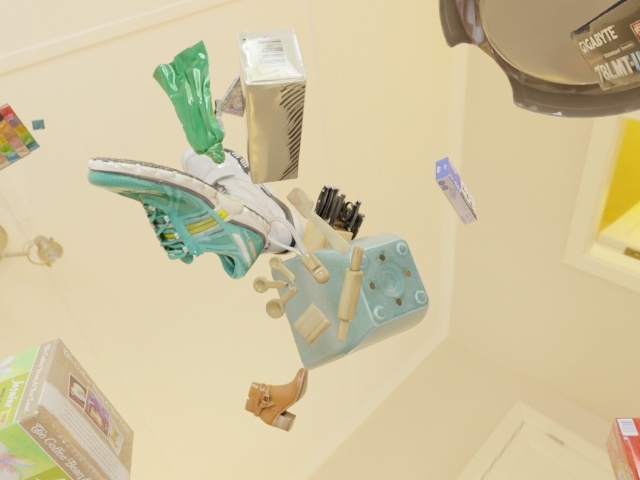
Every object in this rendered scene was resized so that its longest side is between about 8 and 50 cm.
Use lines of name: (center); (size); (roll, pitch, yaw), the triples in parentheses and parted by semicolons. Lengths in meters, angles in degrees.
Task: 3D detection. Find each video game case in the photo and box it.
video game case: (-0.158, -0.314, 1.063); (0.122, 0.011, 0.087); (-49, -23, 24)

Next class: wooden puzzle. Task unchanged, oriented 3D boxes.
wooden puzzle: (-0.283, -0.088, 0.445); (0.083, 0.006, 0.049); (-38, -36, -19)

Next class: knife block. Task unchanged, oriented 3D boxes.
knife block: (0.000, 0.000, 1.323); (0.276, 0.088, 0.242); (-39, -48, -21)

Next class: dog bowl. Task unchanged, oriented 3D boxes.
dog bowl: (0.328, -0.311, 0.618); (0.102, 0.349, 0.348); (-66, -33, -26)

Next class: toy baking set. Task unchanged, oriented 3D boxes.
toy baking set: (-0.021, 0.050, 0.850); (0.030, 0.197, 0.256); (-21, -53, -67)

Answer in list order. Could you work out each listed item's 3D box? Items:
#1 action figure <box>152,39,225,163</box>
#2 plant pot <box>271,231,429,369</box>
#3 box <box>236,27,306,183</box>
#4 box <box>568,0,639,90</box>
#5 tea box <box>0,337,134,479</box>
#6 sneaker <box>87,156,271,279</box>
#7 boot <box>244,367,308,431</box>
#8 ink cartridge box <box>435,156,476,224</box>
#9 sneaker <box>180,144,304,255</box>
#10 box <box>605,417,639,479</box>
action figure: (-0.237, -0.253, 0.991); (0.063, 0.137, 0.232); (-4, -109, -61)
plant pot: (0.082, 0.108, 1.074); (0.248, 0.252, 0.247); (-15, -100, -31)
box: (-0.085, -0.216, 0.867); (0.094, 0.113, 0.275); (-8, -23, -9)
box: (0.341, -0.210, 0.292); (0.296, 0.073, 0.293); (-32, 7, 13)
tea box: (-0.605, 0.431, 1.021); (0.324, 0.220, 0.328); (-23, -58, -4)
sneaker: (-0.177, -0.026, 0.669); (0.275, 0.107, 0.109); (31, -101, -43)
boot: (-0.128, 0.435, 1.459); (0.197, 0.152, 0.073); (-68, -17, -4)
ink cartridge box: (0.424, -0.153, 1.583); (0.207, 0.046, 0.097); (48, -144, -31)
sneaker: (-0.214, -0.095, 1.125); (0.137, 0.366, 0.210); (-53, -14, 20)
box: (0.651, 0.479, 0.956); (0.256, 0.128, 0.122); (-80, -18, -48)
